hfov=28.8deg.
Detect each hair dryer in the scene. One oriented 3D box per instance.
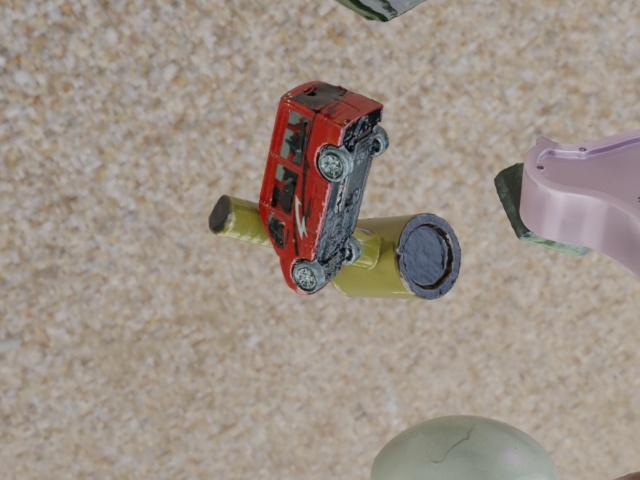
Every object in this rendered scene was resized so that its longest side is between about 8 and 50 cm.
[{"bbox_3d":[0.000,0.000,1.269,0.278,0.090,0.135,14,171,-39],"label":"hair dryer"}]

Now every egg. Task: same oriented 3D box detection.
[{"bbox_3d":[0.142,0.249,1.243,0.151,0.209,0.151,-10,103,-52],"label":"egg"}]

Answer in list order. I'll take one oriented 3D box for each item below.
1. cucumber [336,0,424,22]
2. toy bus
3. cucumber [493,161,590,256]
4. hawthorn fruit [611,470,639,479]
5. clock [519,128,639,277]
[{"bbox_3d":[0.056,-0.278,1.017,0.130,0.191,0.191,27,121,-18],"label":"cucumber"},{"bbox_3d":[-0.004,-0.045,1.153,0.081,0.089,0.195,-35,145,-49],"label":"toy bus"},{"bbox_3d":[0.297,-0.042,1.613,0.116,0.115,0.062,14,135,-30],"label":"cucumber"},{"bbox_3d":[0.410,0.446,1.590,0.275,0.275,0.300,-2,119,-41],"label":"hawthorn fruit"},{"bbox_3d":[0.373,-0.015,1.403,0.275,0.290,0.080,0,129,0],"label":"clock"}]
